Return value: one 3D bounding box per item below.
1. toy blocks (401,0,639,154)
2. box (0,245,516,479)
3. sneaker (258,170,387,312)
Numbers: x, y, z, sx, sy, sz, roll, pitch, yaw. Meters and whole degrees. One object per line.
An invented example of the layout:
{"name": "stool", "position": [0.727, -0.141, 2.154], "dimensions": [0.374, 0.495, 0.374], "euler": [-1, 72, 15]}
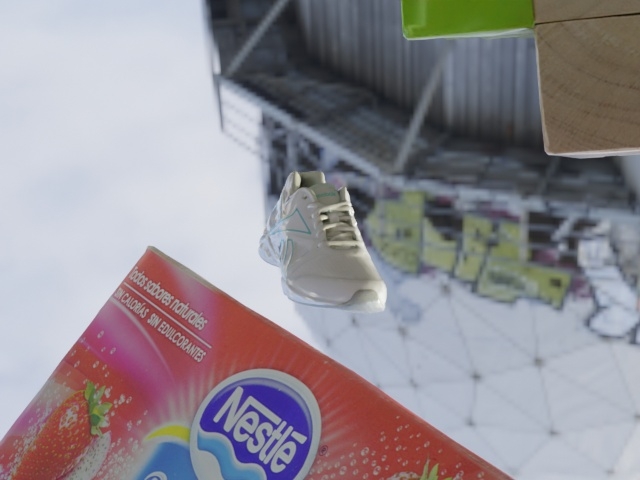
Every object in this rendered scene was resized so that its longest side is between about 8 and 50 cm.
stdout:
{"name": "toy blocks", "position": [0.247, -0.094, 0.636], "dimensions": [0.381, 0.190, 0.261], "euler": [-4, -178, 15]}
{"name": "box", "position": [0.006, 0.129, 0.499], "dimensions": [0.142, 0.154, 0.300], "euler": [-53, -151, -6]}
{"name": "sneaker", "position": [0.000, 0.000, 0.906], "dimensions": [0.054, 0.061, 0.152], "euler": [6, -163, -22]}
